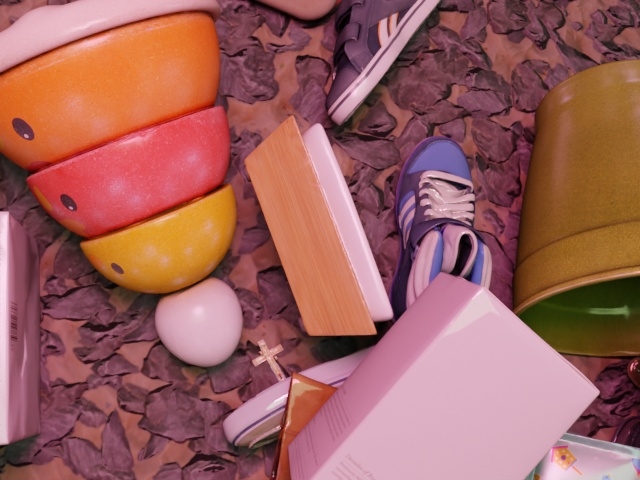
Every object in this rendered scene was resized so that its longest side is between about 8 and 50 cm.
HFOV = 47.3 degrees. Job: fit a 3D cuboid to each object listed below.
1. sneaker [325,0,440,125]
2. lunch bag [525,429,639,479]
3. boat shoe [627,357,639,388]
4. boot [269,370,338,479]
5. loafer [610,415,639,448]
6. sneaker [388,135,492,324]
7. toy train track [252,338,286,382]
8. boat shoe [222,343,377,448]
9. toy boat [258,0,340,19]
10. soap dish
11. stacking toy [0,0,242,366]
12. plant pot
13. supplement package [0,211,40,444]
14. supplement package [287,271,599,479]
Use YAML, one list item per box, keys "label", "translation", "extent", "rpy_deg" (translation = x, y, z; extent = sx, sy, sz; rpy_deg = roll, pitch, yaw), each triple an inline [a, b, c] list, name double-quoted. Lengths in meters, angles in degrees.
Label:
- label: "sneaker"
  translation: [0.072, -0.319, 1.127]
  extent: [0.127, 0.126, 0.321]
  rpy_deg: [37, 63, -6]
- label: "lunch bag"
  translation: [0.292, 0.362, 1.008]
  extent: [0.262, 0.160, 0.223]
  rpy_deg: [13, 79, 11]
- label: "boat shoe"
  translation: [0.548, 0.232, 1.149]
  extent: [0.153, 0.048, 0.056]
  rpy_deg: [25, 87, 2]
- label: "boot"
  translation: [0.093, 0.218, 0.958]
  extent: [0.280, 0.096, 0.264]
  rpy_deg: [17, 91, -6]
- label: "loafer"
  translation: [0.470, 0.409, 1.063]
  extent: [0.109, 0.095, 0.303]
  rpy_deg: [19, 75, -9]
- label: "sneaker"
  translation: [0.184, -0.022, 1.024]
  extent: [0.130, 0.236, 0.323]
  rpy_deg: [14, 77, -8]
- label: "toy train track"
  translation: [-0.066, 0.180, 1.047]
  extent: [0.048, 0.014, 0.083]
  rpy_deg: [-30, 86, -16]
- label: "boat shoe"
  translation: [0.018, 0.222, 1.001]
  extent: [0.302, 0.109, 0.094]
  rpy_deg: [-21, 68, -17]
- label: "toy boat"
  translation: [-0.059, -0.459, 1.138]
  extent: [0.231, 0.151, 0.151]
  rpy_deg: [22, 44, -7]
- label: "soap dish"
  translation: [0.000, 0.000, 0.999]
  extent: [0.118, 0.229, 0.291]
  rpy_deg: [-21, 82, 2]
- label: "stacking toy"
  translation: [-0.218, -0.054, 0.949]
  extent: [0.350, 0.350, 0.480]
  rpy_deg: [-24, 99, -15]
- label: "plant pot"
  translation: [0.444, -0.052, 1.051]
  extent: [0.366, 0.366, 0.353]
  rpy_deg: [6, 66, -10]
- label: "supplement package"
  translation: [-0.433, 0.115, 0.888]
  extent: [0.145, 0.204, 0.262]
  rpy_deg: [-3, 79, -11]
- label: "supplement package"
  translation: [0.124, 0.204, 0.822]
  extent: [0.175, 0.177, 0.293]
  rpy_deg: [41, 90, -5]
